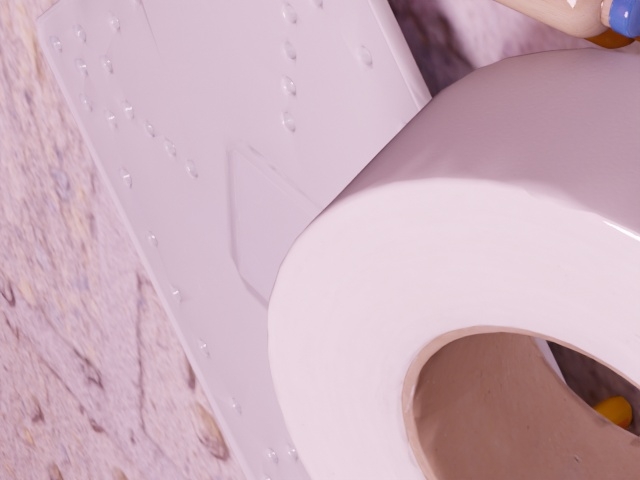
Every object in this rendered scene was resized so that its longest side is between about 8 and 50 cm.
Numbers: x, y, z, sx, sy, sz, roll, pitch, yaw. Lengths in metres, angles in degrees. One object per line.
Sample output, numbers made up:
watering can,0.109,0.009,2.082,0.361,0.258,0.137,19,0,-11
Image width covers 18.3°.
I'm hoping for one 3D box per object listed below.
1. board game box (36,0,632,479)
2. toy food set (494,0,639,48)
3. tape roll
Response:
board game box,0.000,0.000,1.112,0.390,0.050,0.390,-19,97,63
toy food set,0.096,-0.160,0.742,0.104,0.111,0.232,29,138,29
tape roll,0.119,0.067,0.814,0.286,0.100,0.286,24,138,23
